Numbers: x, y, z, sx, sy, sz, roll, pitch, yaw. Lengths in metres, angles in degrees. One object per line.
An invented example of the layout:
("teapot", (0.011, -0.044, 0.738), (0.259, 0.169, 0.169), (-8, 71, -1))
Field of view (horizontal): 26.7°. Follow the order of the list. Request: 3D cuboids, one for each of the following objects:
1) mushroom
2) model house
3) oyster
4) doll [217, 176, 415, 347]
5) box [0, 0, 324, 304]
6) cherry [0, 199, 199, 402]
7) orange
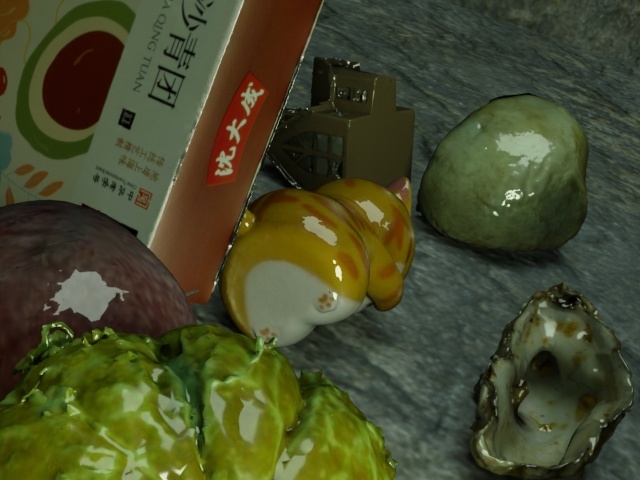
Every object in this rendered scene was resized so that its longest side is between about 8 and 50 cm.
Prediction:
("mushroom", (0.279, -0.084, 1.809), (0.267, 0.190, 0.164), (-2, 27, -39))
("model house", (-0.017, -0.164, 1.840), (0.248, 0.176, 0.181), (13, 17, 33))
("oyster", (0.220, 0.151, 1.345), (0.166, 0.110, 0.341), (12, 26, -3))
("doll", (0.001, 0.017, 1.408), (0.269, 0.166, 0.162), (-4, 73, -61))
("box", (-0.223, -0.169, 1.327), (0.385, 0.345, 0.122), (26, 8, 32))
("cherry", (-0.225, 0.086, 1.004), (0.307, 0.221, 0.261), (-10, 21, -28))
("orange", (-0.097, 0.201, 0.809), (0.301, 0.223, 0.300), (-1, 67, -26))
